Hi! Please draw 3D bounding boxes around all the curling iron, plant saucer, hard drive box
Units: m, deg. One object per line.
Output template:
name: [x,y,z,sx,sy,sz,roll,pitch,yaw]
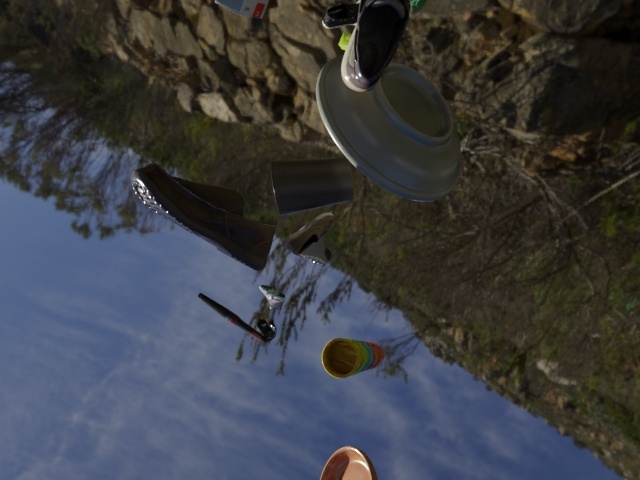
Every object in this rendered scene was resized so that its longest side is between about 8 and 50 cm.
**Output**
curling iron: [-0.246,0.223,1.597,0.274,0.035,0.068,23,-136,16]
plant saucer: [0.062,0.539,1.140,0.037,0.200,0.200,23,-166,-27]
hard drive box: [-0.194,-0.782,1.581,0.089,0.232,0.181,30,-154,4]
plant saucer: [0.183,-0.278,1.197,0.400,0.100,0.400,19,-128,-27]

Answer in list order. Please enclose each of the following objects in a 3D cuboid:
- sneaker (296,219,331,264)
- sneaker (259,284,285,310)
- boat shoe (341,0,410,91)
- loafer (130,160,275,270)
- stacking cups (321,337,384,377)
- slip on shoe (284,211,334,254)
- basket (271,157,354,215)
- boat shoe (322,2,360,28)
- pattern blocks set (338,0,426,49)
sneaker: [0.000,0.000,1.720,0.086,0.132,0.229,50,-163,28]
sneaker: [-0.157,0.184,1.686,0.098,0.069,0.038,28,-156,30]
boat shoe: [0.112,-0.402,0.940,0.103,0.285,0.092,15,-173,-19]
loafer: [-0.235,-0.068,1.154,0.134,0.130,0.366,21,167,46]
stacking cups: [0.103,0.296,1.417,0.096,0.096,0.316,21,-179,23]
slip on shoe: [-0.015,-0.014,1.179,0.135,0.051,0.041,-31,-124,-31]
basket: [-0.019,-0.168,1.614,0.227,0.204,0.154,-7,-115,1]
boat shoe: [0.067,-0.578,1.381,0.133,0.042,0.049,-26,-100,-23]
pattern blocks set: [0.150,-0.619,1.428,0.026,0.285,0.325,39,174,-40]
